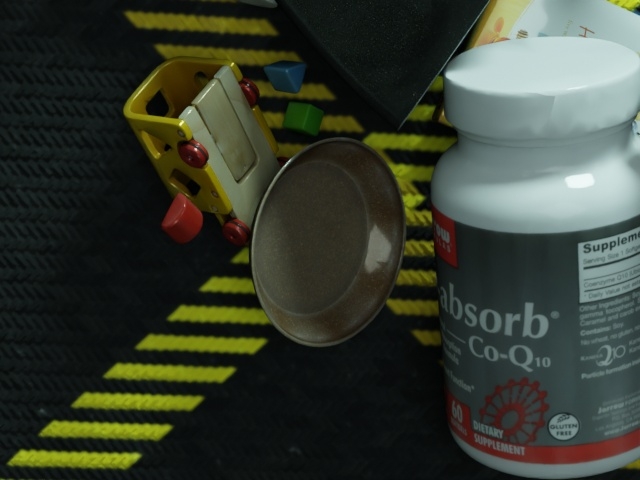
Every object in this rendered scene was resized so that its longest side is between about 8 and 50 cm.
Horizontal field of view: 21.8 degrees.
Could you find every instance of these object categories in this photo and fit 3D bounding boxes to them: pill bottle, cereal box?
[{"bbox_3d":[0.206,0.013,1.498,0.210,0.210,0.363,-8,112,-5],"label":"pill bottle"},{"bbox_3d":[0.251,-0.148,1.609,0.240,0.047,0.173,22,94,-8],"label":"cereal box"}]

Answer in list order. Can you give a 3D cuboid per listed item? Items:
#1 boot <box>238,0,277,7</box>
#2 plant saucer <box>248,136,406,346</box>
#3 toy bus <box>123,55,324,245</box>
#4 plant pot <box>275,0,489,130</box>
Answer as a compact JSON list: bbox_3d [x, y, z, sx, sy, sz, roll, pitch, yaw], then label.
[{"bbox_3d":[-0.119,-0.284,1.553,0.190,0.069,0.086,15,87,-16],"label":"boot"},{"bbox_3d":[0.000,0.000,1.563,0.199,0.036,0.198,-11,106,-42],"label":"plant saucer"},{"bbox_3d":[-0.101,-0.075,1.549,0.104,0.191,0.202,11,96,38],"label":"toy bus"},{"bbox_3d":[0.062,-0.238,1.496,0.167,0.187,0.188,33,110,-2],"label":"plant pot"}]
